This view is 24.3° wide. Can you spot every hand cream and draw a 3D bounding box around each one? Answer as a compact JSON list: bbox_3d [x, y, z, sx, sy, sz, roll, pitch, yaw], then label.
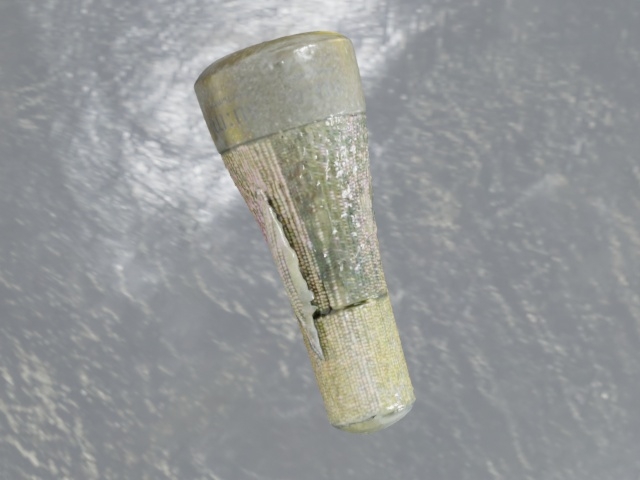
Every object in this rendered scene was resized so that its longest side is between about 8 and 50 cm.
[{"bbox_3d":[0.000,0.000,0.751,0.084,0.084,0.203,-16,91,-24],"label":"hand cream"}]
